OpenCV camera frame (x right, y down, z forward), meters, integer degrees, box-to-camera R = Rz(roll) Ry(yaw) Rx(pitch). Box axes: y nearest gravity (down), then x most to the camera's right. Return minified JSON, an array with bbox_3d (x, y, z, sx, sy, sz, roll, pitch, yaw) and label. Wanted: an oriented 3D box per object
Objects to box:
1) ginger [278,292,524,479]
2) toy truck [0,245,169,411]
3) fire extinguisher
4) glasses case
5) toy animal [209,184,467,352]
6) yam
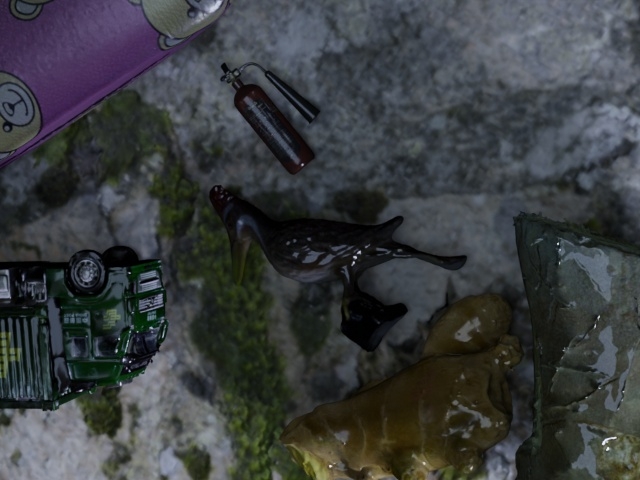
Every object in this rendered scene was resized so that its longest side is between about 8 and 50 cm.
[{"bbox_3d":[0.072,0.133,1.358,0.205,0.081,0.115,-38,74,17],"label":"ginger"},{"bbox_3d":[-0.249,0.067,1.443,0.259,0.088,0.121,-2,95,18],"label":"toy truck"},{"bbox_3d":[-0.035,-0.101,1.388,0.046,0.032,0.100,-37,92,27],"label":"fire extinguisher"},{"bbox_3d":[-0.204,-0.154,1.407,0.316,0.076,0.123,-31,86,17],"label":"glasses case"},{"bbox_3d":[0.001,0.011,1.386,0.202,0.070,0.105,26,94,18],"label":"toy animal"},{"bbox_3d":[0.204,0.102,1.284,0.154,0.154,0.254,-2,96,16],"label":"yam"}]
